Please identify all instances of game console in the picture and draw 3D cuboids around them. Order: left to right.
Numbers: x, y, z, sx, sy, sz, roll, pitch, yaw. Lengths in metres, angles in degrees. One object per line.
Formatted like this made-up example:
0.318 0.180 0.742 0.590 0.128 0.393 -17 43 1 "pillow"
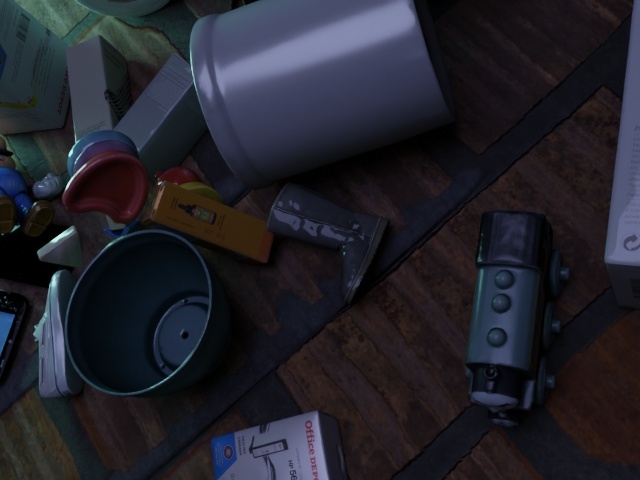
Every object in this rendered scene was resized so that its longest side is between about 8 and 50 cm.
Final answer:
-0.641 0.130 1.815 0.213 0.044 0.361 8 74 26 "game console"

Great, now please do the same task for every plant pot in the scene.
-0.279 0.151 1.557 0.293 0.196 0.293 -8 67 20 "plant pot"

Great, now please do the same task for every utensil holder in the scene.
0.015 -0.297 1.540 0.385 0.327 0.328 -15 65 15 "utensil holder"

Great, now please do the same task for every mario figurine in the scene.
-0.682 -0.147 1.851 0.170 0.198 0.320 -41 49 -8 "mario figurine"

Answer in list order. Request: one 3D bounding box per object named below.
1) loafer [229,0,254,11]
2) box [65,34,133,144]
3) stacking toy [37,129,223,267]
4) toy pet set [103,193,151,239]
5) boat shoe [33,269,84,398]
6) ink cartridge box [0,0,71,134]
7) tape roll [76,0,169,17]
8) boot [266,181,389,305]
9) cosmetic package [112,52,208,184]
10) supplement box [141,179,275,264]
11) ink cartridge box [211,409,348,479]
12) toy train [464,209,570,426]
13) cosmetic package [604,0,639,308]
-0.171 -0.452 1.826 0.062 0.061 0.170 -14 66 17 "loafer"
-0.470 -0.297 1.870 0.094 0.113 0.275 -21 64 15 "box"
-0.378 -0.060 1.651 0.279 0.309 0.130 -49 46 14 "stacking toy"
-0.378 -0.046 1.762 0.122 0.114 0.065 -7 108 22 "toy pet set"
-0.526 0.184 1.712 0.084 0.095 0.258 -14 64 14 "boat shoe"
-0.708 -0.384 1.916 0.197 0.270 0.198 -3 69 24 "ink cartridge box"
-0.442 -0.634 1.913 0.246 0.246 0.169 -14 64 18 "tape roll"
0.000 0.002 1.540 0.208 0.076 0.190 19 64 9 "boot"
-0.314 -0.242 1.770 0.107 0.127 0.238 40 87 30 "cosmetic package"
-0.201 -0.028 1.578 0.080 0.233 0.078 -10 60 62 "supplement box"
-0.067 0.379 1.438 0.203 0.086 0.148 -19 64 17 "ink cartridge box"
0.291 0.111 1.326 0.142 0.190 0.334 4 72 26 "toy train"
0.538 -0.138 1.295 0.161 0.230 0.453 4 73 24 "cosmetic package"
